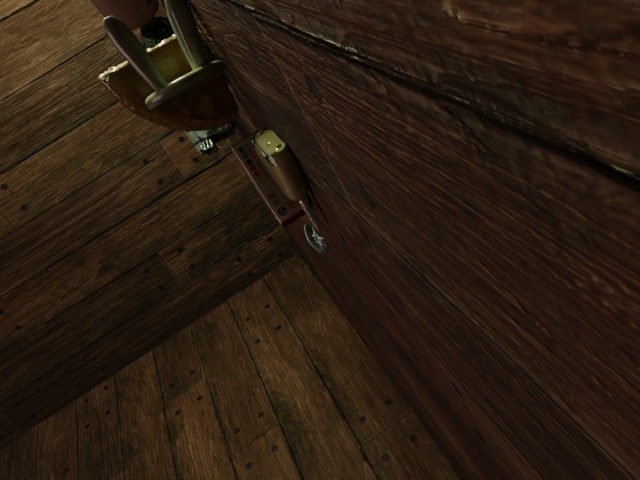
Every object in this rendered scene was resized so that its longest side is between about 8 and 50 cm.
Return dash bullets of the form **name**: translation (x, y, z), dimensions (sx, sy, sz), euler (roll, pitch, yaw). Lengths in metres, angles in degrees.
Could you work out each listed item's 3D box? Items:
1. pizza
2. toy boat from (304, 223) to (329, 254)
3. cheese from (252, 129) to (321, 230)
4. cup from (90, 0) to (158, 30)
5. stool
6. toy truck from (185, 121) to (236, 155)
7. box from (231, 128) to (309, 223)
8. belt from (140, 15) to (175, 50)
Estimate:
- **pizza**: translation (-0.364, -0.356, 1.431), dimensions (0.087, 0.268, 0.258), euler (32, 152, 59)
- **toy boat**: translation (0.001, 0.007, 1.699), dimensions (0.149, 0.034, 0.105), euler (32, 155, 50)
- **cheese**: translation (-0.056, -0.112, 1.219), dimensions (0.127, 0.054, 0.251), euler (51, 174, 50)
- **cup**: translation (-0.613, -0.796, 1.779), dimensions (0.200, 0.191, 0.253), euler (58, -153, -59)
- **stool**: translation (-0.336, -0.415, 1.257), dimensions (0.199, 0.195, 0.195), euler (63, 175, -18)
- **toy truck**: translation (-0.440, -0.463, 2.087), dimensions (0.338, 0.184, 0.133), euler (56, 177, 8)
- **box**: translation (-0.120, -0.145, 1.442), dimensions (0.221, 0.091, 0.274), euler (56, 176, 2)
- **belt**: translation (-0.515, -0.664, 1.847), dimensions (0.151, 0.121, 0.079), euler (53, 155, 35)
